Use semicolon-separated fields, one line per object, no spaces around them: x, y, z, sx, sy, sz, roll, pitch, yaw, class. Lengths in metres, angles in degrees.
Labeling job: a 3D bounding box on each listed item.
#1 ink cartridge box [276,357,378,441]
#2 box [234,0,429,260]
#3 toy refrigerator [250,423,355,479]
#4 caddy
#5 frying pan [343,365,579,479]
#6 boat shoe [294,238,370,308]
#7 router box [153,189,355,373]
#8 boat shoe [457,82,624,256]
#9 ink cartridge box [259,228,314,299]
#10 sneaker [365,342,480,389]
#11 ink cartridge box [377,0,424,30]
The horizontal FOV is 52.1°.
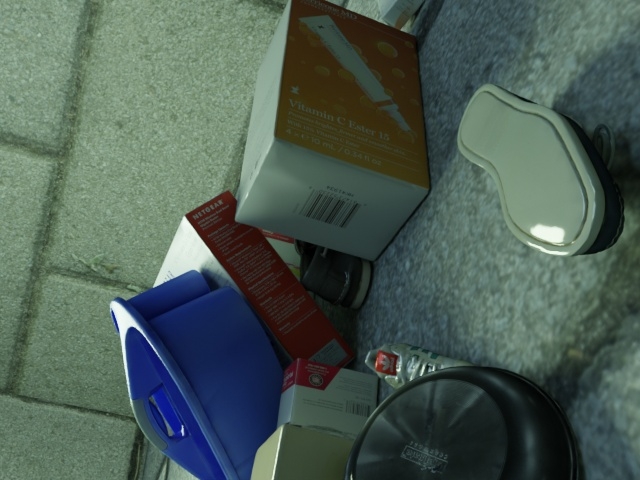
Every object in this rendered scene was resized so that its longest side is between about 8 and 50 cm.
0.005;0.230;0.784;0.063;0.109;0.150;132;150;-56;ink cartridge box
0.018;-0.174;0.959;0.168;0.215;0.345;123;157;-46;box
-0.024;0.306;0.545;0.102;0.094;0.269;122;163;-53;toy refrigerator
-0.172;0.208;0.914;0.241;0.179;0.341;16;133;55;caddy
0.046;0.218;0.496;0.326;0.053;0.197;-43;30;-3;frying pan
0.000;0.000;1.062;0.335;0.096;0.112;-112;41;-66;boat shoe
-0.125;0.122;1.041;0.082;0.301;0.335;-35;-6;-30;router box
0.181;-0.058;0.524;0.254;0.079;0.095;-105;32;-66;boat shoe
-0.084;0.073;1.224;0.128;0.128;0.176;133;149;-58;ink cartridge box
0.094;0.132;0.636;0.161;0.076;0.057;177;108;-74;sneaker
0.166;-0.452;1.087;0.179;0.045;0.145;-43;29;28;ink cartridge box
